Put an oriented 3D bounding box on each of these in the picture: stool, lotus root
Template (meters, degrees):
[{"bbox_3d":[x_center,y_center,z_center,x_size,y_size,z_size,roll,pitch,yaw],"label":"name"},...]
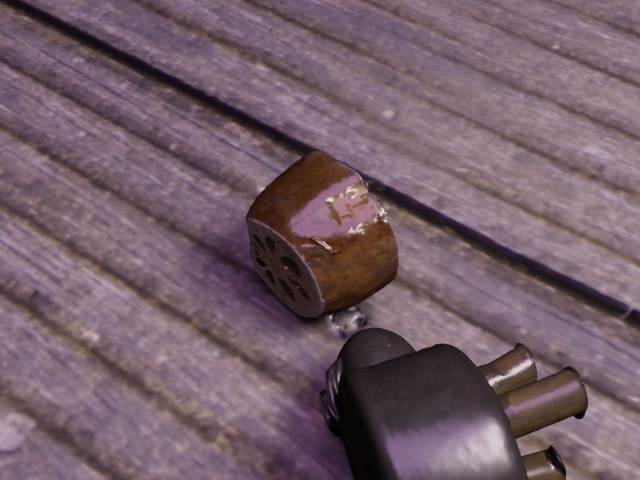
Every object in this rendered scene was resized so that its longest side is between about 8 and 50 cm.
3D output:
[{"bbox_3d":[0.083,0.122,0.670,0.139,0.153,0.228,-16,51,-9],"label":"stool"},{"bbox_3d":[0.002,0.002,0.798,0.081,0.122,0.112,-37,65,-21],"label":"lotus root"}]
